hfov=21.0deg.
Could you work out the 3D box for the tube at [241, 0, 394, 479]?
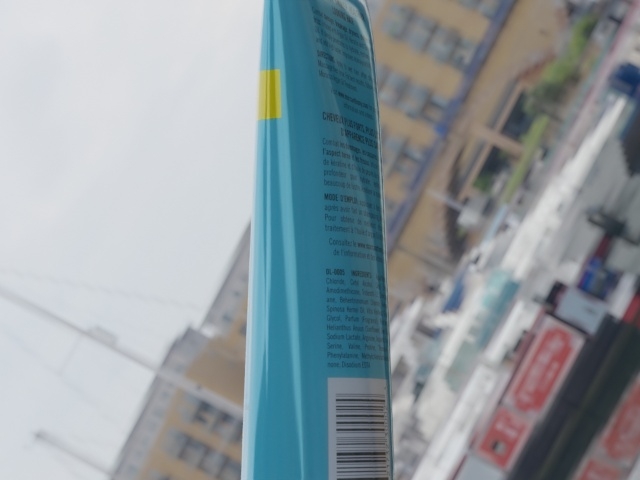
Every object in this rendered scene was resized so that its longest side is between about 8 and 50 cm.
[{"bbox_3d":[0.000,0.000,0.589,0.080,0.052,0.207,23,-113,-71],"label":"tube"}]
